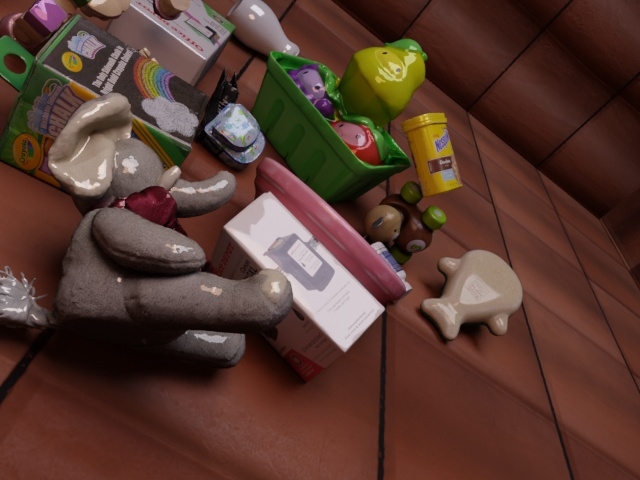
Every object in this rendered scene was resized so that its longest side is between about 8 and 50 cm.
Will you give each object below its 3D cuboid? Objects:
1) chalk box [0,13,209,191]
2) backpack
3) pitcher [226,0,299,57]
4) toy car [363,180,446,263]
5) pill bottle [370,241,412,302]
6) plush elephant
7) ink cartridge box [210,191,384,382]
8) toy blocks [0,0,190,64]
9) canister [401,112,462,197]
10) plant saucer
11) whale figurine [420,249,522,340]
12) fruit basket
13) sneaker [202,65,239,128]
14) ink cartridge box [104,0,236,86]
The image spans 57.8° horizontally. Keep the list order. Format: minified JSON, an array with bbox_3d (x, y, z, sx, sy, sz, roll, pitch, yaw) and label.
[{"bbox_3d":[-0.342,-0.189,0.854,0.288,0.179,0.180,29,33,-21],"label":"chalk box"},{"bbox_3d":[-0.169,-0.205,1.158,0.114,0.084,0.105,46,61,-14],"label":"backpack"},{"bbox_3d":[-0.172,-0.603,1.678,0.207,0.125,0.178,38,7,-29],"label":"pitcher"},{"bbox_3d":[0.153,-0.024,1.273,0.188,0.155,0.149,-21,66,-48],"label":"toy car"},{"bbox_3d":[0.134,0.068,1.203,0.067,0.067,0.120,-9,57,-54],"label":"pill bottle"},{"bbox_3d":[-0.205,-0.008,0.690,0.329,0.272,0.256,9,65,-10],"label":"plush elephant"},{"bbox_3d":[-0.047,0.072,0.853,0.237,0.172,0.100,46,57,6],"label":"ink cartridge box"},{"bbox_3d":[-0.432,-0.416,1.017,0.309,0.260,0.289,52,61,-32],"label":"toy blocks"},{"bbox_3d":[0.248,-0.187,1.273,0.126,0.073,0.170,-19,94,-55],"label":"canister"},{"bbox_3d":[0.000,0.000,0.997,0.332,0.084,0.332,43,-3,3],"label":"plant saucer"},{"bbox_3d":[0.330,0.138,1.317,0.272,0.141,0.216,-29,72,-34],"label":"whale figurine"},{"bbox_3d":[0.074,-0.313,1.328,0.392,0.392,0.282,52,31,16],"label":"fruit basket"},{"bbox_3d":[-0.209,-0.294,1.238,0.051,0.089,0.170,25,34,-29],"label":"sneaker"},{"bbox_3d":[-0.324,-0.453,1.277,0.201,0.117,0.278,34,31,-15],"label":"ink cartridge box"}]
